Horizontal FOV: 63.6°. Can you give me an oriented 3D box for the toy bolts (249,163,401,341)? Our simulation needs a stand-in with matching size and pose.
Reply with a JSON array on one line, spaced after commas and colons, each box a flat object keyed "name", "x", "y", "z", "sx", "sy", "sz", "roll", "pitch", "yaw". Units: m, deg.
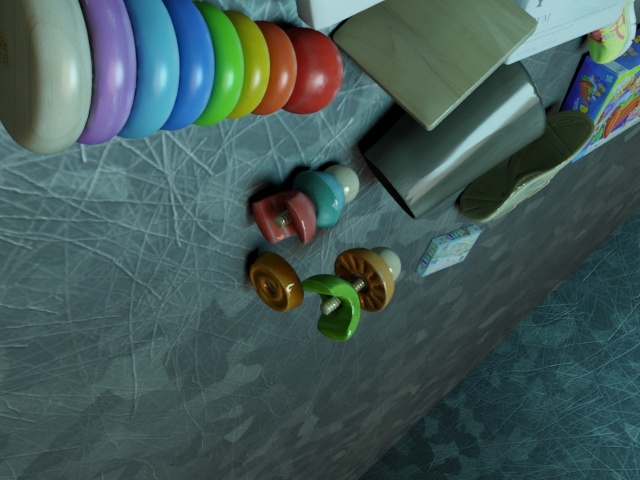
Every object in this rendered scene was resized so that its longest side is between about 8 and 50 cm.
[{"name": "toy bolts", "x": 0.000, "y": 0.000, "z": 0.773, "sx": 0.158, "sy": 0.218, "sz": 0.228, "roll": -35, "pitch": 118, "yaw": -35}]

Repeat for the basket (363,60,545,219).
[{"name": "basket", "x": 0.190, "y": -0.151, "z": 0.770, "sx": 0.227, "sy": 0.154, "sz": 0.204, "roll": -39, "pitch": 148, "yaw": 3}]

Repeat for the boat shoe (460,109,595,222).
[{"name": "boat shoe", "x": 0.428, "y": -0.147, "z": 1.078, "sx": 0.302, "sy": 0.109, "sz": 0.098, "roll": -43, "pitch": 155, "yaw": 15}]

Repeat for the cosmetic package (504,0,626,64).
[{"name": "cosmetic package", "x": 0.282, "y": -0.364, "z": 0.607, "sx": 0.224, "sy": 0.138, "sz": 0.224, "roll": -26, "pitch": 145, "yaw": -23}]

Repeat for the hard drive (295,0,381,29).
[{"name": "hard drive", "x": 0.059, "y": -0.381, "z": 0.407, "sx": 0.233, "sy": 0.047, "sz": 0.353, "roll": -32, "pitch": 144, "yaw": -15}]

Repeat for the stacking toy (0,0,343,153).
[{"name": "stacking toy", "x": -0.102, "y": -0.162, "z": 0.465, "sx": 0.330, "sy": 0.141, "sz": 0.141, "roll": -17, "pitch": 142, "yaw": -44}]

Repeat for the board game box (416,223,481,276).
[{"name": "board game box", "x": 0.306, "y": 0.023, "z": 1.229, "sx": 0.154, "sy": 0.026, "sz": 0.103, "roll": -16, "pitch": 141, "yaw": -35}]

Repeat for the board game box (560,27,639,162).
[{"name": "board game box", "x": 0.670, "y": -0.340, "z": 1.107, "sx": 0.347, "sy": 0.078, "sz": 0.233, "roll": -30, "pitch": 150, "yaw": -17}]

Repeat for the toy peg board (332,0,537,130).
[{"name": "toy peg board", "x": 0.130, "y": -0.228, "z": 0.608, "sx": 0.161, "sy": 0.161, "sz": 0.079, "roll": -44, "pitch": 167, "yaw": 4}]

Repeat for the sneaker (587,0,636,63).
[{"name": "sneaker", "x": 0.469, "y": -0.378, "z": 0.863, "sx": 0.094, "sy": 0.081, "sz": 0.208, "roll": -31, "pitch": 142, "yaw": -3}]
